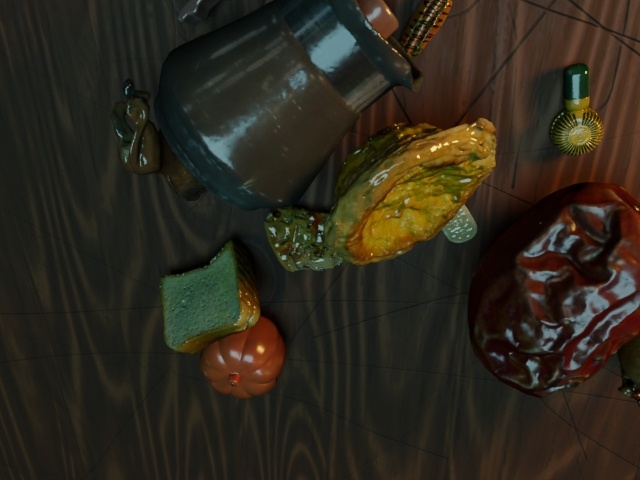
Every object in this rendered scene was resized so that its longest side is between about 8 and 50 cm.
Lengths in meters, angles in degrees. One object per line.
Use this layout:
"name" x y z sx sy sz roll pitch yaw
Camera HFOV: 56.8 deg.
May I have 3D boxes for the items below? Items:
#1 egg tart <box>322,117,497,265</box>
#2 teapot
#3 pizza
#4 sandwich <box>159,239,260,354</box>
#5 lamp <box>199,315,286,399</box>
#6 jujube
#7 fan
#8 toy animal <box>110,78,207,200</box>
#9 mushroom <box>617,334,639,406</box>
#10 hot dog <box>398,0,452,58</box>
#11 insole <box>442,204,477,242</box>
"egg tart" 0.136 -0.091 0.989 0.341 0.341 0.129 -43 60 27
"teapot" -0.063 -0.274 0.925 0.362 0.305 0.376 -36 80 16
"pizza" 0.000 0.000 1.163 0.226 0.069 0.147 2 117 10
"sandwich" -0.231 0.121 1.217 0.215 0.186 0.065 -23 151 24
"lamp" -0.169 0.254 1.278 0.188 0.164 0.187 3 119 6
"jujube" 0.413 0.086 1.012 0.276 0.276 0.377 34 113 -9
"fan" 0.424 -0.214 0.981 0.082 0.039 0.155 -7 116 14
"toy animal" -0.272 -0.154 1.025 0.097 0.312 0.157 -7 87 15
"mushroom" 0.632 0.175 1.039 0.195 0.263 0.283 28 100 20
"hot dog" 0.168 -0.347 0.957 0.049 0.037 0.122 30 118 -3
"insole" 0.216 -0.095 1.101 0.081 0.011 0.248 -27 111 22
